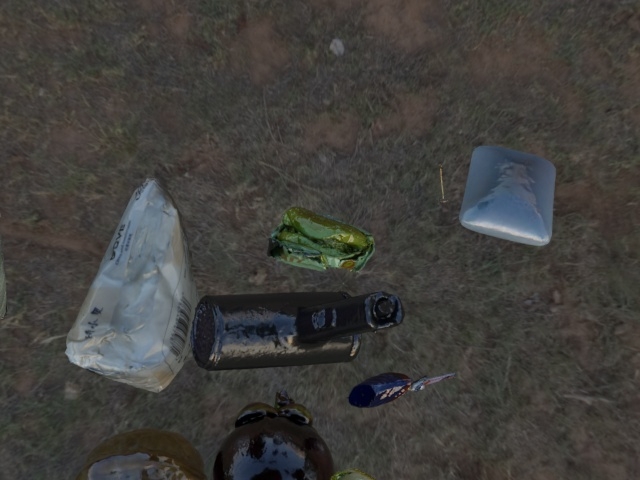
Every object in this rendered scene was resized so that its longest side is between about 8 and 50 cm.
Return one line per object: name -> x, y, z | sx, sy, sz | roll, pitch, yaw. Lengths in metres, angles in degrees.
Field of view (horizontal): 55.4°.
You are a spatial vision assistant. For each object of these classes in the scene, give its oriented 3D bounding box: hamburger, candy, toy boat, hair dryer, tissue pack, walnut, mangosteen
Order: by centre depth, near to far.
hair dryer -> -0.005, 0.084, 0.648 | 0.197, 0.251, 0.089 | 4, 74, -31
candy -> 0.297, -0.075, 0.956 | 0.138, 0.071, 0.174 | 15, 52, 8
tissue pack -> -0.342, 0.109, 1.238 | 0.195, 0.390, 0.375 | 11, 67, 1
hamburger -> 0.082, 0.531, 1.272 | 0.141, 0.081, 0.126 | -12, 115, 41
hamburger -> -0.002, 0.001, 1.279 | 0.214, 0.235, 0.125 | 13, 90, 34
mangosteen -> -0.109, 0.544, 1.513 | 0.307, 0.306, 0.346 | 3, 45, 2
toy boat -> 0.196, 0.371, 1.559 | 0.219, 0.318, 0.071 | -25, 72, 31
walnut -> -0.450, 0.639, 1.565 | 0.344, 0.306, 0.305 | -13, 85, 14

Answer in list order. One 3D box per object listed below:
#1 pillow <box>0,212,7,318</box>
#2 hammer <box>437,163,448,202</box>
pillow -> -0.433, 0.064, 0.726 | 0.051, 0.229, 0.128 | 38, 46, 9
hammer -> 0.321, -0.151, 1.617 | 0.029, 0.014, 0.122 | 0, 129, 17
